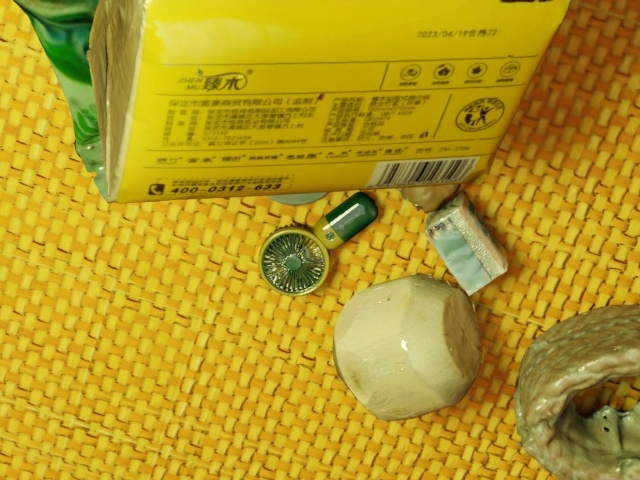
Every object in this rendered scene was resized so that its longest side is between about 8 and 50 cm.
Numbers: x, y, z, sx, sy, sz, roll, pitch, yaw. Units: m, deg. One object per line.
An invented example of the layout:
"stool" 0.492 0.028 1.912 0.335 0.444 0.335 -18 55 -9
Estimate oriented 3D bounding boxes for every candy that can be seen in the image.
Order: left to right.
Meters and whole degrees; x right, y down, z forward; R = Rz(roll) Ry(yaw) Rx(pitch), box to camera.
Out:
"candy" -0.205 -0.220 1.506 0.263 0.172 0.398 -12 123 24

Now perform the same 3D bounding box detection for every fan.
"fan" 0.000 0.000 1.638 0.155 0.039 0.082 -36 102 13

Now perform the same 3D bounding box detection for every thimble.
"thimble" 0.338 0.179 1.617 0.229 0.148 0.196 8 108 0

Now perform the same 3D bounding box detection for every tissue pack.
"tissue pack" -0.010 -0.195 1.329 0.382 0.228 0.293 -4 146 -18
"tissue pack" 0.162 0.001 1.609 0.059 0.074 0.094 -34 100 17

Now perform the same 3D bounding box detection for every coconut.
"coconut" 0.091 0.120 1.613 0.162 0.161 0.161 -12 108 28

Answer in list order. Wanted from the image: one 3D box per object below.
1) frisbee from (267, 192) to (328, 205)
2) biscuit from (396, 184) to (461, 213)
"frisbee" -0.030 -0.091 1.623 0.110 0.014 0.110 1 109 4
"biscuit" 0.105 -0.124 1.580 0.118 0.061 0.183 -30 106 11
